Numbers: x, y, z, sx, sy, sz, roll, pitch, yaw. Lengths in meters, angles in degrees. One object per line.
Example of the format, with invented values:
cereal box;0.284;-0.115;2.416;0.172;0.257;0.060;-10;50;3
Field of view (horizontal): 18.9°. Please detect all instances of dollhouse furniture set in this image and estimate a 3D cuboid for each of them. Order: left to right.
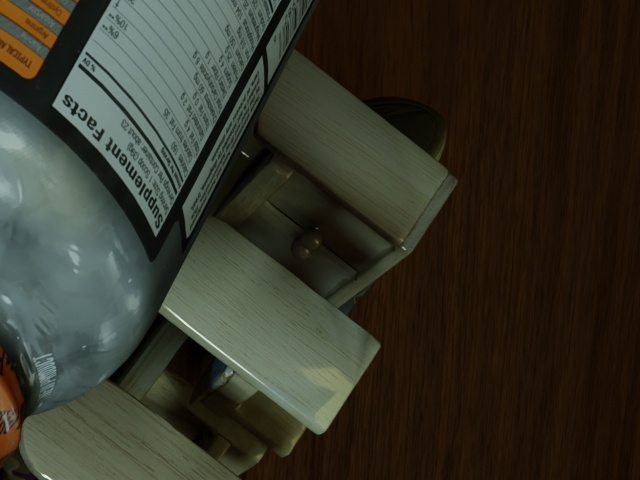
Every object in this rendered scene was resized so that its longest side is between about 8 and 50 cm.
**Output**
dollhouse furniture set;-0.082;0.028;0.782;0.242;0.161;0.212;-55;-173;-28

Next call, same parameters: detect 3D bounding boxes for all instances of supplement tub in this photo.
supplement tub;-0.107;-0.080;0.629;0.193;0.194;0.316;72;37;-52

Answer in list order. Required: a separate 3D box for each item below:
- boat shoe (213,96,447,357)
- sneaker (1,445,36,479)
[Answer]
boat shoe;0.001;0.001;1.103;0.223;0.080;0.073;-50;152;-39
sneaker;-0.108;0.117;0.901;0.098;0.069;0.038;76;33;-49
